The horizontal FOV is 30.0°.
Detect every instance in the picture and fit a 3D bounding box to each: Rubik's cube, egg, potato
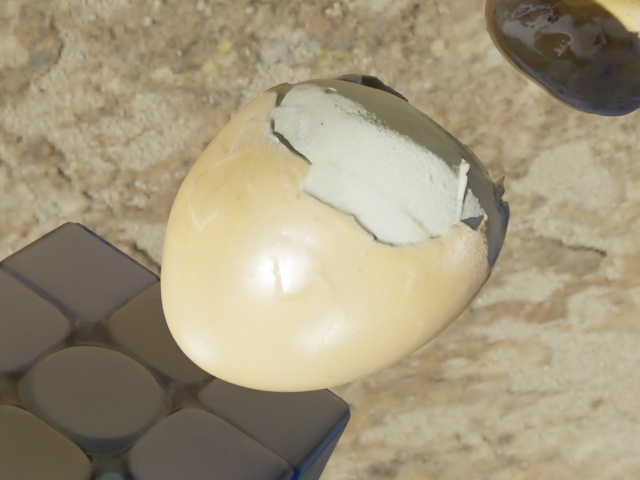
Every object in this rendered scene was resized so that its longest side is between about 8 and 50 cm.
[{"bbox_3d":[-0.234,0.250,1.070,0.346,0.347,0.344,-37,157,-52],"label":"Rubik's cube"},{"bbox_3d":[0.000,0.000,0.809,0.244,0.201,0.201,-40,145,12],"label":"egg"},{"bbox_3d":[0.225,-0.179,1.030,0.178,0.109,0.118,33,123,4],"label":"potato"}]
